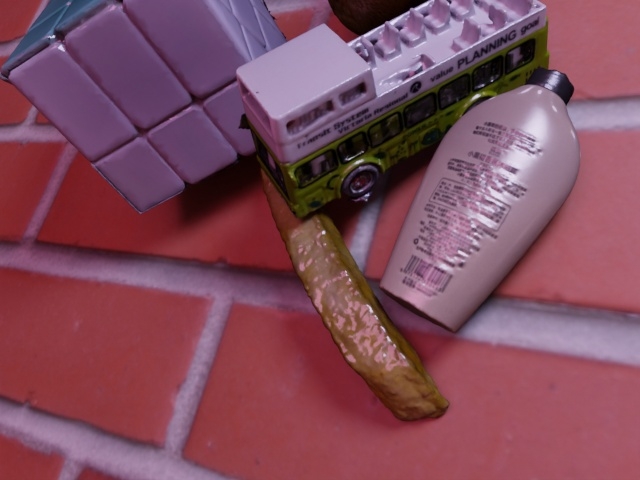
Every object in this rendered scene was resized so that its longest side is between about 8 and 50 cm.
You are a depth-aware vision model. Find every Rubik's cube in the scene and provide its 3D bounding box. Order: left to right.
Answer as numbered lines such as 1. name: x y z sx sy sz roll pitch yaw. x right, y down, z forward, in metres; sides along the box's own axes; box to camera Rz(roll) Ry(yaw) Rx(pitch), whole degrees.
1. Rubik's cube: -0.175 -0.213 0.702 0.224 0.221 0.231 -25 39 17

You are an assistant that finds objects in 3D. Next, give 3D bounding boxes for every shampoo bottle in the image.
1. shampoo bottle: 0.152 -0.045 0.548 0.127 0.078 0.257 29 84 32

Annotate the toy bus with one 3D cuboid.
1. toy bus: 0.073 -0.152 0.583 0.301 0.139 0.113 -30 53 -8

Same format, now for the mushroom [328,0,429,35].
1. mushroom: 0.089 -0.344 0.661 0.253 0.153 0.253 -165 90 -69

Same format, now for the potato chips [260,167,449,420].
1. potato chips: 0.000 0.000 0.616 0.057 0.080 0.407 -41 51 19
